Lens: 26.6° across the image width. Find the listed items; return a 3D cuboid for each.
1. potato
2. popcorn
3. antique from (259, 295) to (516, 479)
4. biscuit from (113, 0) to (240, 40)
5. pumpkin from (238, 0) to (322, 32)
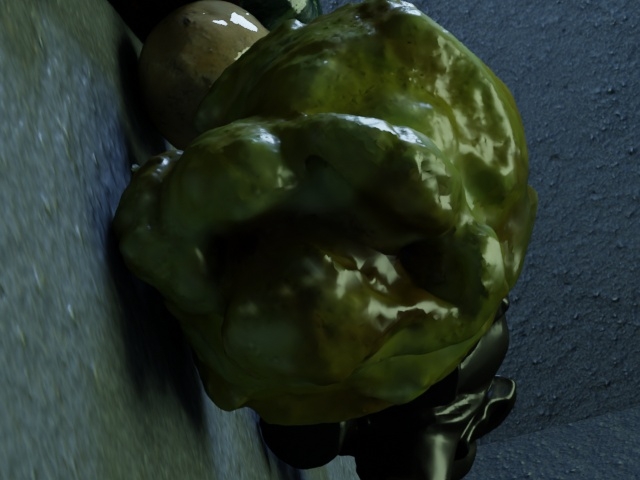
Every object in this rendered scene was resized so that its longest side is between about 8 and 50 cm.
[{"bbox_3d":[-0.076,-0.110,0.945,0.147,0.112,0.112,84,-7,-69],"label":"potato"},{"bbox_3d":[0.012,-0.015,0.800,0.276,0.226,0.276,7,90,-80],"label":"popcorn"},{"bbox_3d":[0.070,0.116,1.171,0.255,0.185,0.322,-30,129,-71],"label":"antique"},{"bbox_3d":[-0.118,-0.215,0.946,0.388,0.073,0.107,57,19,-80],"label":"biscuit"},{"bbox_3d":[-0.067,-0.282,1.565,0.167,0.125,0.167,-17,90,-88],"label":"pumpkin"}]
